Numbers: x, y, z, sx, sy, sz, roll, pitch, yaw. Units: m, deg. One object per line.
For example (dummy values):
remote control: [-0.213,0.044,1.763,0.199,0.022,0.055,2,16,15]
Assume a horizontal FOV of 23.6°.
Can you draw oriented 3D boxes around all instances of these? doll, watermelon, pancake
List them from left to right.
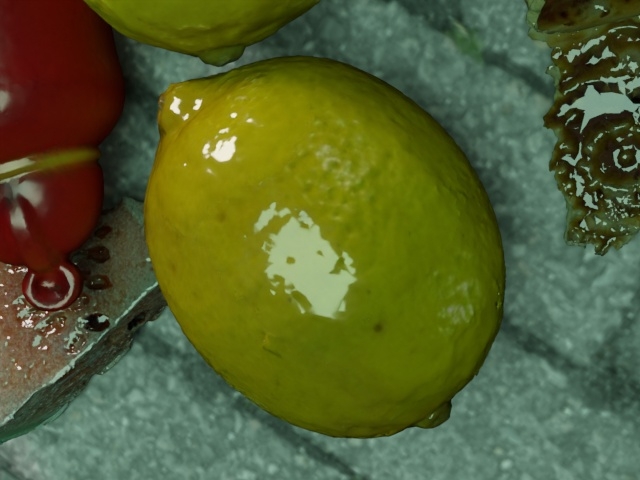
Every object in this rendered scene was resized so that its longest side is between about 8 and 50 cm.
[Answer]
doll: [-0.234,-0.125,1.100,0.183,0.160,0.363,-16,90,5]
watermelon: [-0.193,0.044,1.182,0.241,0.094,0.154,-28,81,17]
pancake: [0.248,-0.089,1.045,0.266,0.057,0.244,25,106,9]

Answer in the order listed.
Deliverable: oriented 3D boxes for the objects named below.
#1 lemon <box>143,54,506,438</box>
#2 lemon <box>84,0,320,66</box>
lemon: [0.003,0.004,1.037,0.236,0.236,0.263,-12,99,17]
lemon: [-0.082,-0.260,1.017,0.233,0.233,0.288,-6,89,16]
